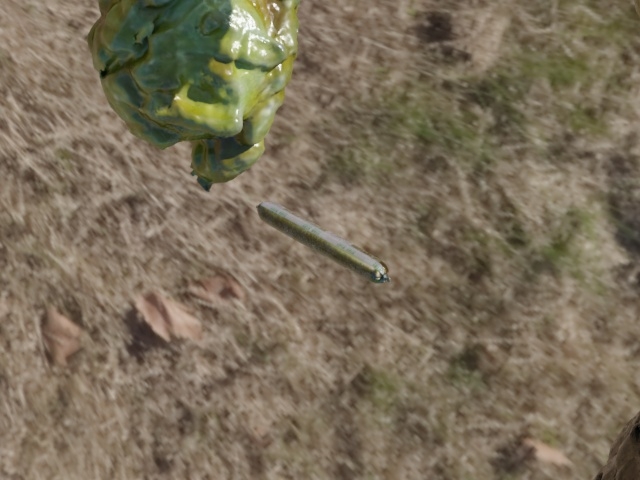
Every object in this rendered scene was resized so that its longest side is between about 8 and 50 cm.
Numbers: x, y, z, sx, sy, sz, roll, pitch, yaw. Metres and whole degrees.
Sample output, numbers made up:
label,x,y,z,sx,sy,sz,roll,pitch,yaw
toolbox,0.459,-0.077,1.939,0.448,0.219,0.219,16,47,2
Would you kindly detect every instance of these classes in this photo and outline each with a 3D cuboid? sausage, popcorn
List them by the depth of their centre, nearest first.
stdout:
label,x,y,z,sx,sy,sz,roll,pitch,yaw
sausage,0.000,0.000,1.681,0.033,0.269,0.033,-21,124,-35
popcorn,-0.174,-0.259,1.773,0.279,0.274,0.335,22,101,-41

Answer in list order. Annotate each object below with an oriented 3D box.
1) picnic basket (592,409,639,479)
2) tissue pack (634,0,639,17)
label,x,y,z,sx,sy,sz,roll,pitch,yaw
picnic basket,0.369,0.293,1.144,0.337,0.293,0.337,18,90,-72
tissue pack,0.391,-0.234,1.240,0.178,0.123,0.127,1,144,-19
